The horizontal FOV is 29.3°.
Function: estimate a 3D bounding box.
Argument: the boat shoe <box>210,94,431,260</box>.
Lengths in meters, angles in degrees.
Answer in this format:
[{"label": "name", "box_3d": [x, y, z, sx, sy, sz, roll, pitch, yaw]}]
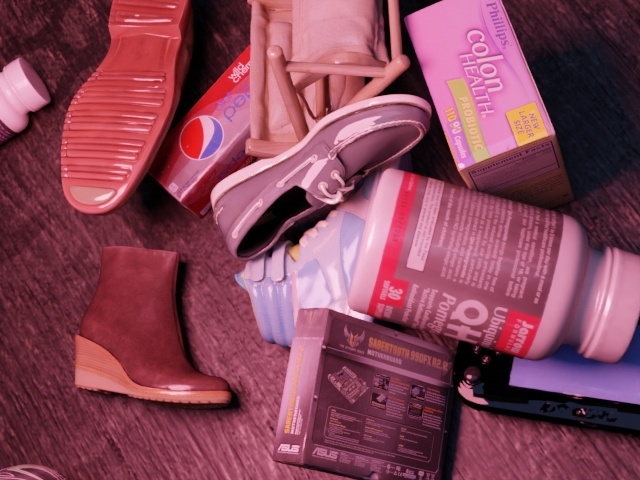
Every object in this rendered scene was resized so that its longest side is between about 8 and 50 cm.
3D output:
[{"label": "boat shoe", "box_3d": [0.005, -0.072, 1.508, 0.319, 0.116, 0.099, -26, 56, 24]}]

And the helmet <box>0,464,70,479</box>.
[{"label": "helmet", "box_3d": [-0.388, 0.371, 1.585, 0.169, 0.169, 0.161, -42, 82, 2]}]

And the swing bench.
[{"label": "swing bench", "box_3d": [-0.001, -0.266, 1.539, 0.165, 0.254, 0.253, 3, 67, -9]}]

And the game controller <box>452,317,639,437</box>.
[{"label": "game controller", "box_3d": [0.323, 0.145, 1.477, 0.319, 0.067, 0.166, 6, 76, 19]}]

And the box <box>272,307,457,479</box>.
[{"label": "box", "box_3d": [0.059, 0.195, 1.461, 0.056, 0.231, 0.183, -7, 69, 48]}]

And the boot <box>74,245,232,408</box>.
[{"label": "boot", "box_3d": [-0.216, 0.114, 1.647, 0.249, 0.090, 0.206, 7, 78, 23]}]

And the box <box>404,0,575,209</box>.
[{"label": "box", "box_3d": [0.213, -0.158, 1.510, 0.117, 0.243, 0.213, -21, 69, 10]}]

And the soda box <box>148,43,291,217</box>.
[{"label": "soda box", "box_3d": [-0.122, -0.163, 1.707, 0.092, 0.083, 0.263, 42, 89, 23]}]

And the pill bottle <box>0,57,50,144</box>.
[{"label": "pill bottle", "box_3d": [-0.506, -0.189, 1.826, 0.194, 0.108, 0.108, -31, 67, 6]}]

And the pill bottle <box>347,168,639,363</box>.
[{"label": "pill bottle", "box_3d": [0.203, 0.038, 1.416, 0.319, 0.176, 0.176, 15, 78, 3]}]

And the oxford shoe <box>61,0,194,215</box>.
[{"label": "oxford shoe", "box_3d": [-0.245, -0.189, 1.692, 0.141, 0.146, 0.396, 9, 63, 13]}]

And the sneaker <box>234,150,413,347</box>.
[{"label": "sneaker", "box_3d": [0.000, 0.000, 1.595, 0.208, 0.127, 0.318, 9, 75, 19]}]
